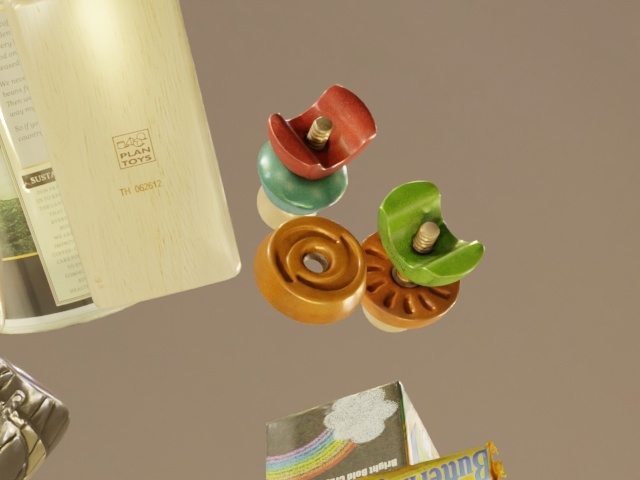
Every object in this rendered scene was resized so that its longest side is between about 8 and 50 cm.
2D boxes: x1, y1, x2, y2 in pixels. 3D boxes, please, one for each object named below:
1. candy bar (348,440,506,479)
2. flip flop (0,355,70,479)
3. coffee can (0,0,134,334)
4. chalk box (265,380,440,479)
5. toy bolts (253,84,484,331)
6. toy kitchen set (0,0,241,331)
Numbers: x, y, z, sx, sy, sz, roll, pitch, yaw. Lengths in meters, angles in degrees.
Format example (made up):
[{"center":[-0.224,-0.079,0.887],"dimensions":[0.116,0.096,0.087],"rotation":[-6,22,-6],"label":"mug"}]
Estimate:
[{"center":[0.074,0.196,1.393],"dimensions":[0.161,0.018,0.040],"rotation":[-11,-97,-20],"label":"candy bar"},{"center":[-0.292,0.143,1.458],"dimensions":[0.080,0.112,0.277],"rotation":[34,167,25],"label":"flip flop"},{"center":[-0.222,-0.092,1.367],"dimensions":[0.201,0.201,0.275],"rotation":[-52,-51,-60],"label":"coffee can"},{"center":[0.049,0.337,1.967],"dimensions":[0.289,0.180,0.179],"rotation":[-92,-21,-52],"label":"chalk box"},{"center":[0.000,0.000,1.595],"dimensions":[0.218,0.158,0.228],"rotation":[-22,-113,-29],"label":"toy bolts"},{"center":[-0.151,-0.055,0.613],"dimensions":[0.166,0.207,0.122],"rotation":[-111,8,-54],"label":"toy kitchen set"}]
